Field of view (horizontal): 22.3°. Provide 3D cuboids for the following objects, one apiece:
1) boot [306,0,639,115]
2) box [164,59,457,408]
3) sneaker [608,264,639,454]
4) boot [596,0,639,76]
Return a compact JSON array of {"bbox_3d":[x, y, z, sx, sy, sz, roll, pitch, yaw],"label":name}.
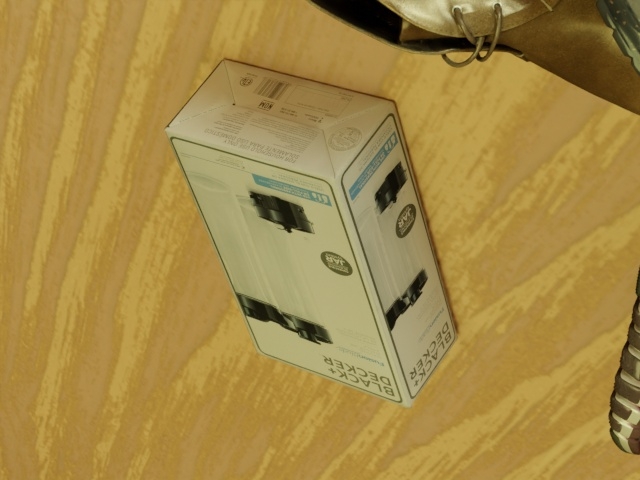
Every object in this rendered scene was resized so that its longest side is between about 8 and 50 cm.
[{"bbox_3d":[0.107,-0.136,0.995,0.305,0.115,0.112,30,149,8],"label":"boot"},{"bbox_3d":[0.000,0.000,1.331,0.169,0.087,0.290,18,147,29],"label":"box"},{"bbox_3d":[0.298,0.087,1.134,0.163,0.106,0.281,21,147,19],"label":"sneaker"},{"bbox_3d":[0.303,-0.114,0.842,0.338,0.118,0.223,48,133,0],"label":"boot"}]
